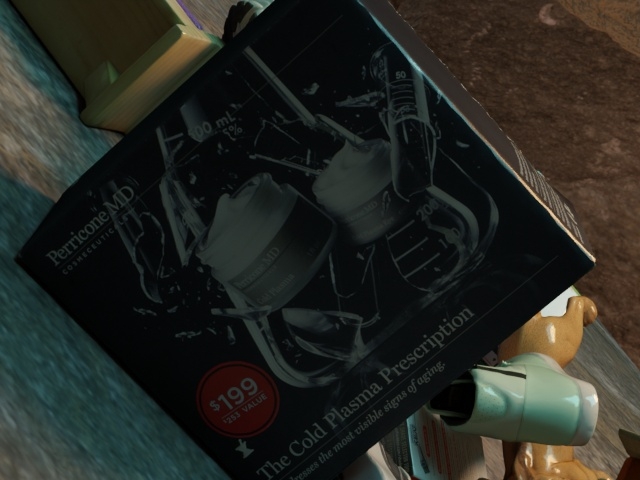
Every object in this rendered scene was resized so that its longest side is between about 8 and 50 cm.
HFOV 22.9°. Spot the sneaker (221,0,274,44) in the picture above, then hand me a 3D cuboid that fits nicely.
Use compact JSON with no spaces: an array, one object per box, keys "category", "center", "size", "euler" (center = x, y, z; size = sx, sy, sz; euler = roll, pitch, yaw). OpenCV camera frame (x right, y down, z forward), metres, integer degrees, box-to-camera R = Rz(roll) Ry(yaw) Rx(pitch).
[{"category":"sneaker","center":[-0.055,-0.142,1.746],"size":[0.118,0.279,0.107],"euler":[-3,47,-21]}]

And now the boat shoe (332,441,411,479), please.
[{"category":"boat shoe","center":[0.042,0.244,1.306],"size":[0.102,0.108,0.301],"euler":[44,7,-14]}]

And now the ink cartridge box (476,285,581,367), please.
[{"category":"ink cartridge box","center":[0.233,0.099,2.084],"size":[0.092,0.219,0.160],"euler":[-29,75,-35]}]

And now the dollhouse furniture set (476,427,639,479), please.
[{"category":"dollhouse furniture set","center":[0.265,0.322,1.526],"size":[0.259,0.262,0.135],"euler":[18,-14,42]}]

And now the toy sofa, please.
[{"category":"toy sofa","center":[-0.260,-0.291,1.709],"size":[0.362,0.150,0.177],"euler":[52,14,14]}]

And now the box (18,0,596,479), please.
[{"category":"box","center":[-0.010,-0.009,1.302],"size":[0.312,0.343,0.179],"euler":[46,14,-10]}]

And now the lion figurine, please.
[{"category":"lion figurine","center":[0.256,0.208,1.821],"size":[0.240,0.142,0.392],"euler":[20,55,-63]}]

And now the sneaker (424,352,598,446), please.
[{"category":"sneaker","center":[0.172,0.155,1.635],"size":[0.151,0.094,0.256],"euler":[10,-3,-12]}]

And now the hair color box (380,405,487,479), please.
[{"category":"hair color box","center":[0.111,0.227,1.619],"size":[0.167,0.053,0.093],"euler":[36,41,-49]}]
